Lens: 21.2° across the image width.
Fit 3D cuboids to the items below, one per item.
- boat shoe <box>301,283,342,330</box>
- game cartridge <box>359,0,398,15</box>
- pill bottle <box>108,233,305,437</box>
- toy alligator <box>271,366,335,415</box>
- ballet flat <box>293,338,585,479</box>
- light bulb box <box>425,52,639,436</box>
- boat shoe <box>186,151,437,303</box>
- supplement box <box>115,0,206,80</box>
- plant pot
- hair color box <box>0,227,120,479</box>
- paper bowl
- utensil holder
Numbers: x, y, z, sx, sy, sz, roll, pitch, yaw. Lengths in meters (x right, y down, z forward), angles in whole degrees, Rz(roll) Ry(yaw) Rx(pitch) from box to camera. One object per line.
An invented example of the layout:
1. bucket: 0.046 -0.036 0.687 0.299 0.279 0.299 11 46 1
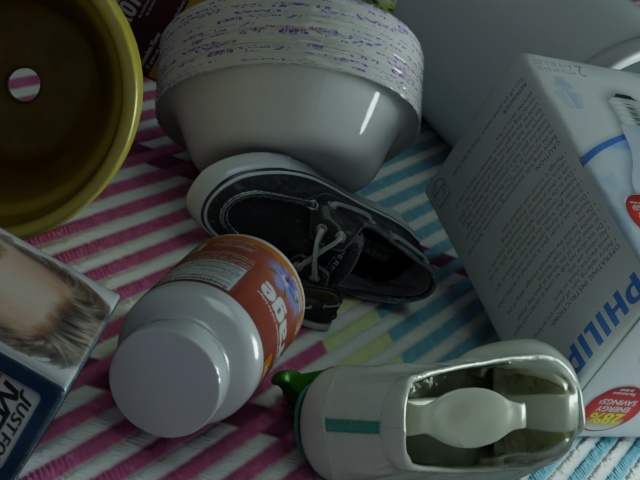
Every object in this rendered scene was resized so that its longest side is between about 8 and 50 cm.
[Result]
1. boat shoe: -0.032 0.057 1.653 0.125 0.038 0.046 16 27 -36
2. game cartridge: 0.099 -0.347 2.691 0.196 0.060 0.294 20 24 -17
3. pill bottle: -0.094 0.079 1.408 0.121 0.121 0.216 33 22 3
4. toy alligator: 0.025 0.143 1.535 0.189 0.056 0.051 6 75 -50
5. ballet flat: 0.150 0.159 1.528 0.400 0.139 0.139 1 37 -47
6. light bulb box: 0.367 0.012 1.887 0.358 0.225 0.361 5 44 -32
7. boat shoe: 0.000 0.000 1.744 0.301 0.108 0.102 23 21 -41
8. supplement box: -0.253 -0.317 2.041 0.194 0.129 0.191 23 23 -21
9. plant pot: -0.276 -0.136 1.498 0.254 0.254 0.239 30 6 -4
10. hair color box: -0.333 0.023 1.232 0.347 0.105 0.174 30 22 -5
11. paper bowl: -0.034 -0.137 1.801 0.284 0.284 0.148 17 66 -33
12. utensil holder: 0.308 -0.211 2.315 0.327 0.327 0.385 12 27 -41
